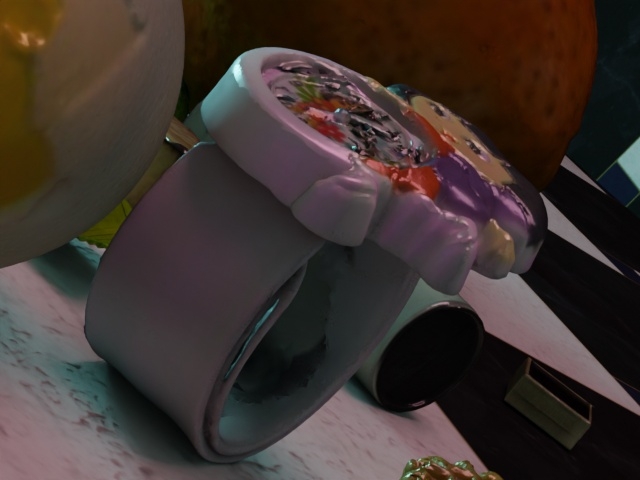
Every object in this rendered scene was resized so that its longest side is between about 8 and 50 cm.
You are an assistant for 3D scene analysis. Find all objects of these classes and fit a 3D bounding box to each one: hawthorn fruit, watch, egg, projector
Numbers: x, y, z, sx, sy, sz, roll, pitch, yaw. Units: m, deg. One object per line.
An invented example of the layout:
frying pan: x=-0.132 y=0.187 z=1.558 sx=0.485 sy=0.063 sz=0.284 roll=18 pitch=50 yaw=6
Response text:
hawthorn fruit: x=0.067 y=-0.217 z=1.987 sx=0.472 sy=0.472 sz=0.472 roll=35 pitch=11 yaw=-8
watch: x=-0.002 y=0.024 z=1.184 sx=0.196 sy=0.231 sz=0.244 roll=39 pitch=23 yaw=23
egg: x=-0.212 y=-0.117 z=1.034 sx=0.283 sy=0.283 sz=0.345 roll=44 pitch=1 yaw=30
projector: x=0.000 y=0.000 z=1.622 sx=0.108 sy=0.108 sz=0.337 roll=25 pitch=17 yaw=-47

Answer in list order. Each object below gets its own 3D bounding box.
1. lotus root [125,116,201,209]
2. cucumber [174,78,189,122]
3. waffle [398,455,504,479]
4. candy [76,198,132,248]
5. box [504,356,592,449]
lotus root: x=-0.188 y=-0.107 z=1.574 sx=0.260 sy=0.074 sz=0.170 roll=40 pitch=11 yaw=21
cucumber: x=-0.146 y=-0.120 z=1.800 sx=0.056 sy=0.056 sz=0.250 roll=34 pitch=12 yaw=-13
waffle: x=0.119 y=0.209 z=1.301 sx=0.160 sy=0.046 sz=0.192 roll=21 pitch=20 yaw=-52
candy: x=-0.207 y=-0.060 z=1.343 sx=0.246 sy=0.069 sz=0.149 roll=38 pitch=14 yaw=13
box: x=0.214 y=0.152 z=1.841 sx=0.079 sy=0.035 sz=0.083 roll=37 pitch=12 yaw=1
